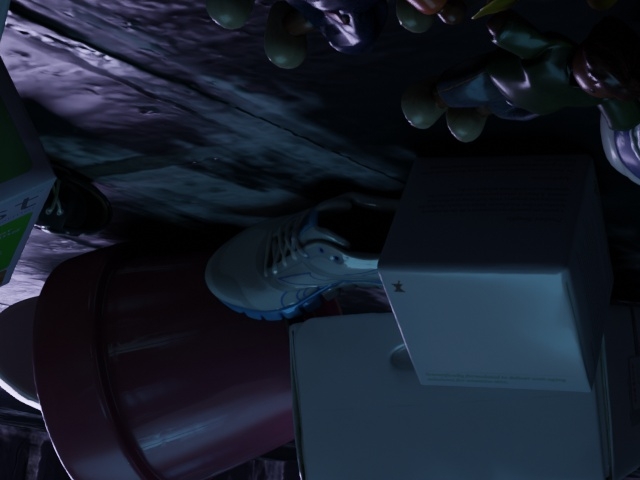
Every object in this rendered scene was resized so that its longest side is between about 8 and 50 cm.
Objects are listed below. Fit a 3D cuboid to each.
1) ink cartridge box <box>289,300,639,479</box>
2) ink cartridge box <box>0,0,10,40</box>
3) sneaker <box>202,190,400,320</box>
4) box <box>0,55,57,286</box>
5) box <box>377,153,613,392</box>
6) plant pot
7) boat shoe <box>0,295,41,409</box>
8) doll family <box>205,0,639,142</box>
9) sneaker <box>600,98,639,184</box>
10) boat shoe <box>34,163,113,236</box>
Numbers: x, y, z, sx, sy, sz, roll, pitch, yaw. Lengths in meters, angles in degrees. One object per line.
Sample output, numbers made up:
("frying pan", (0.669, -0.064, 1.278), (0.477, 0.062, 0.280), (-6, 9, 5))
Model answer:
("ink cartridge box", (0.124, 0.107, 0.948), (0.207, 0.117, 0.283), (-6, 174, 21))
("ink cartridge box", (-0.232, -0.059, 0.338), (0.278, 0.201, 0.117), (12, -159, -22))
("sneaker", (0.000, 0.000, 0.838), (0.191, 0.071, 0.083), (-11, 153, 28))
("box", (-0.263, -0.004, 0.554), (0.262, 0.126, 0.231), (-25, 178, -21))
("box", (0.098, 0.018, 0.724), (0.101, 0.087, 0.102), (0, 135, 23))
("plant pot", (-0.082, 0.086, 0.985), (0.180, 0.201, 0.201), (-16, 160, 19))
("boat shoe", (-0.176, 0.138, 1.327), (0.340, 0.127, 0.158), (12, 158, -25))
("doll family", (0.028, -0.092, 0.405), (0.193, 0.076, 0.111), (18, 167, -30))
("sneaker", (0.251, -0.034, 0.536), (0.296, 0.112, 0.131), (14, -178, -24))
("boat shoe", (-0.168, -0.025, 0.829), (0.038, 0.046, 0.125), (2, 169, 16))
